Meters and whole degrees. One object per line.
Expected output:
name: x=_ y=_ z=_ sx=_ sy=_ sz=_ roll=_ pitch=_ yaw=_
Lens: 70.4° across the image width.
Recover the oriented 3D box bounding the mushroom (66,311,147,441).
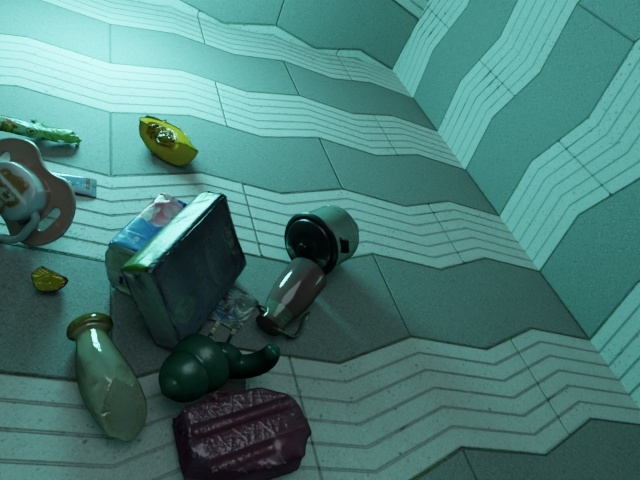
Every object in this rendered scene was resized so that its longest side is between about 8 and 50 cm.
mushroom: x=-0.525 y=0.322 z=1.109 sx=0.128 sy=0.128 sz=0.350 roll=-10 pitch=50 yaw=-37

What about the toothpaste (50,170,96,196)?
toothpaste: x=-0.866 y=-0.196 z=1.498 sx=0.234 sy=0.057 sz=0.089 roll=8 pitch=46 yaw=-33

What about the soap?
soap: x=-0.184 y=0.485 z=1.131 sx=0.325 sy=0.127 sz=0.220 roll=-2 pitch=50 yaw=-33

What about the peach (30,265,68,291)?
peach: x=-0.744 y=0.107 z=1.251 sx=0.083 sy=0.050 sz=0.077 roll=-15 pitch=80 yaw=-28

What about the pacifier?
pacifier: x=-0.845 y=-0.140 z=1.319 sx=0.332 sy=0.220 sz=0.273 roll=47 pitch=42 yaw=0

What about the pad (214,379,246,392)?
pad: x=-0.300 y=0.372 z=1.274 sx=0.188 sy=0.006 sz=0.113 roll=11 pitch=44 yaw=-20

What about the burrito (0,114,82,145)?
burrito: x=-1.001 y=-0.395 z=1.597 sx=0.288 sy=0.054 sz=0.104 roll=8 pitch=28 yaw=-34

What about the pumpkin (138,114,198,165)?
pumpkin: x=-0.597 y=-0.395 z=1.833 sx=0.279 sy=0.111 sz=0.163 roll=28 pitch=25 yaw=1

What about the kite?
kite: x=-0.297 y=0.250 z=1.391 sx=0.169 sy=0.015 sz=0.310 roll=23 pitch=39 yaw=-9

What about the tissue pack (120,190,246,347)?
tissue pack: x=-0.375 y=0.074 z=1.320 sx=0.124 sy=0.288 sz=0.394 roll=4 pitch=35 yaw=19

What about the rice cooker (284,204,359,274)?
rice cooker: x=0.000 y=0.000 z=1.657 sx=0.281 sy=0.241 sz=0.227 roll=10 pitch=22 yaw=35

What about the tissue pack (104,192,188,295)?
tissue pack: x=-0.515 y=0.014 z=1.370 sx=0.137 sy=0.209 sz=0.269 roll=20 pitch=41 yaw=3

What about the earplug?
earplug: x=-0.271 y=0.335 z=1.172 sx=0.257 sy=0.163 sz=0.280 roll=21 pitch=25 yaw=26

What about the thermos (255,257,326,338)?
thermos: x=-0.095 y=0.201 z=1.481 sx=0.176 sy=0.146 sz=0.265 roll=50 pitch=47 yaw=-15
